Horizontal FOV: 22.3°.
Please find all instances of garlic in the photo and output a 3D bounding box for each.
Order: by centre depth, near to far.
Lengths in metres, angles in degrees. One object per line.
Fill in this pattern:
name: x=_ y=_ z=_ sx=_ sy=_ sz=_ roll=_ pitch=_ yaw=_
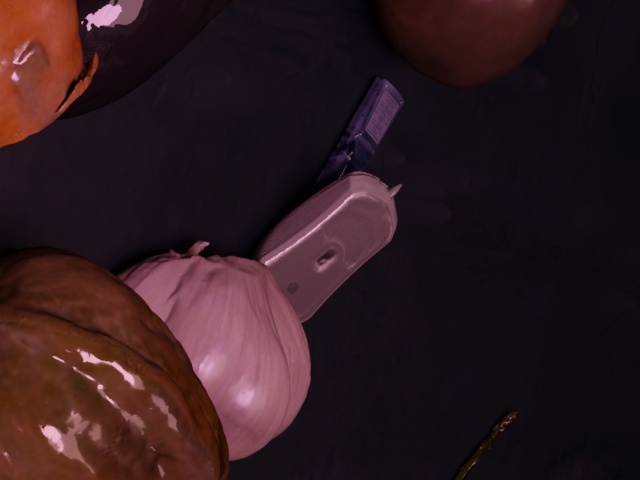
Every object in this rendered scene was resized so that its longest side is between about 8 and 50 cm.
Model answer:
garlic: x=-0.092 y=0.106 z=1.390 sx=0.229 sy=0.143 sz=0.178 roll=21 pitch=98 yaw=-36

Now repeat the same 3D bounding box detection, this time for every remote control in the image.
remote control: x=0.033 y=-0.083 z=1.559 sx=0.043 sy=0.027 sz=0.152 roll=41 pitch=71 yaw=-41

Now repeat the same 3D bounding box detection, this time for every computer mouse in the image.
computer mouse: x=-0.142 y=-0.191 z=1.280 sx=0.264 sy=0.088 sz=0.147 roll=-51 pitch=138 yaw=-28
computer mouse: x=0.000 y=0.000 z=1.509 sx=0.181 sy=0.056 sz=0.089 roll=-41 pitch=131 yaw=-3

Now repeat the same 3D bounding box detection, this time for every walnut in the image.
walnut: x=-0.204 y=0.140 z=1.215 sx=0.283 sy=0.283 sz=0.227 roll=61 pitch=31 yaw=-41

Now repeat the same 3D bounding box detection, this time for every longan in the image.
longan: x=0.137 y=-0.247 z=1.496 sx=0.198 sy=0.198 sz=0.212 roll=4 pitch=121 yaw=-49

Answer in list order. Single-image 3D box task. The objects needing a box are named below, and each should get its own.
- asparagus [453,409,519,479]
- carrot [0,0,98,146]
asparagus: x=0.176 y=0.249 z=1.851 sx=0.016 sy=0.016 sz=0.163 roll=50 pitch=63 yaw=-16
carrot: x=-0.277 y=-0.229 z=1.007 sx=0.224 sy=0.224 sz=0.341 roll=-37 pitch=135 yaw=-34
